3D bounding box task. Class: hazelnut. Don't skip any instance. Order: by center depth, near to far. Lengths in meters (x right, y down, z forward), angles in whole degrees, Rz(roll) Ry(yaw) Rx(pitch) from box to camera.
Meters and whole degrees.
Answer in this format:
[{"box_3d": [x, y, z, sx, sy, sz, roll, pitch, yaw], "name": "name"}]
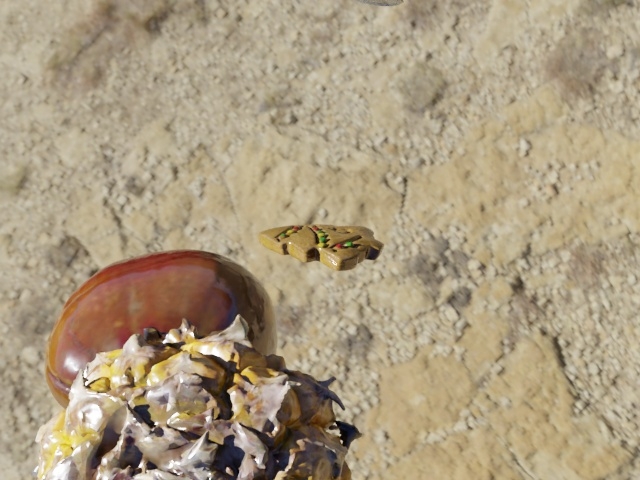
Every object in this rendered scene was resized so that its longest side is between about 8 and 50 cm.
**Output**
[{"box_3d": [-0.149, 0.113, 1.027, 0.229, 0.229, 0.229, -13, 61, 24], "name": "hazelnut"}]

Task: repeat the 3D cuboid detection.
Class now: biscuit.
[{"box_3d": [0.000, 0.000, 0.752, 0.092, 0.082, 0.016, 9, 110, 14], "name": "biscuit"}]

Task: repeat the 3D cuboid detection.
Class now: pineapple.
[{"box_3d": [-0.077, 0.148, 0.587, 0.225, 0.076, 0.224, 0, 88, 10], "name": "pineapple"}]

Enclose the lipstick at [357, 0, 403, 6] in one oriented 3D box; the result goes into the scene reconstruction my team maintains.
[{"box_3d": [0.069, -0.348, 0.943, 0.059, 0.059, 0.264, 10, 90, 33], "name": "lipstick"}]
